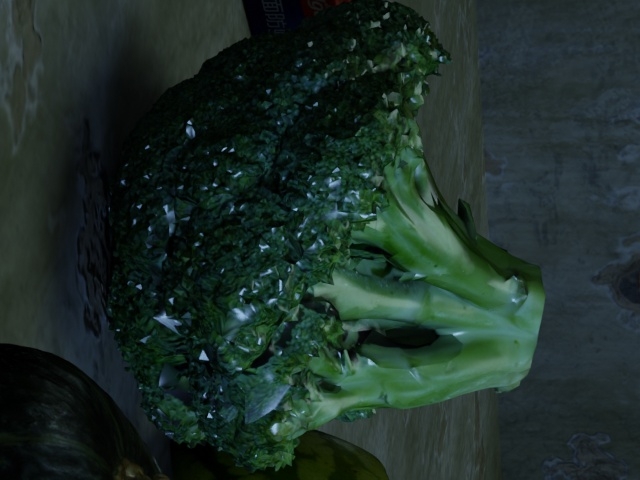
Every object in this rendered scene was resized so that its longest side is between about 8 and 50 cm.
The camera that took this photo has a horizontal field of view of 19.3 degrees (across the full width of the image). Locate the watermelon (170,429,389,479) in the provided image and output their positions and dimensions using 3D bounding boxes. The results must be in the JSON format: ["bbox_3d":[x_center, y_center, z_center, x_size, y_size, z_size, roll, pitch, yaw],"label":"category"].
[{"bbox_3d":[-0.053,0.177,1.238,0.159,0.128,0.303,-52,-172,2],"label":"watermelon"}]

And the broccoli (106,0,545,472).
[{"bbox_3d":[0.000,0.000,1.152,0.308,0.275,0.307,-164,-90,-74],"label":"broccoli"}]

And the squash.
[{"bbox_3d":[-0.123,0.139,0.772,0.193,0.156,0.193,37,28,-23],"label":"squash"}]

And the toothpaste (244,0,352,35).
[{"bbox_3d":[-0.003,-0.136,1.587,0.320,0.076,0.066,78,17,-52],"label":"toothpaste"}]
